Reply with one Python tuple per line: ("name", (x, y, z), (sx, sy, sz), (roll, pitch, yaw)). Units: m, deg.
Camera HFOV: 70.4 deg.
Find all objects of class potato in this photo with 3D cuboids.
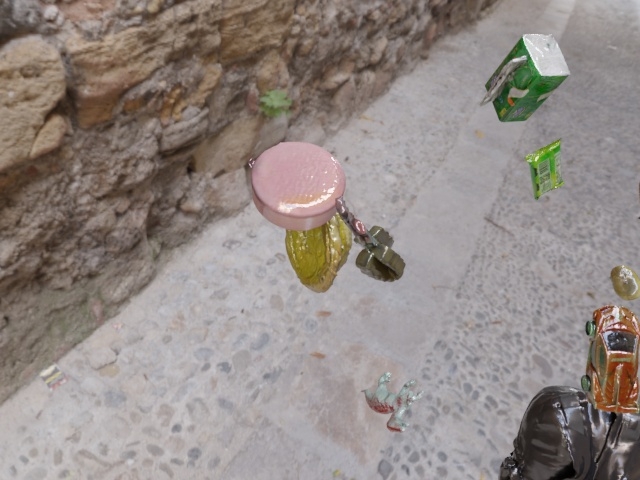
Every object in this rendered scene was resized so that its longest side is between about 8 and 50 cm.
("potato", (1.170, 0.163, 1.741), (0.070, 0.092, 0.137), (18, 59, -55))

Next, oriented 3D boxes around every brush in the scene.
("brush", (0.070, 0.001, 0.698), (0.071, 0.301, 0.084), (-25, 67, 12))

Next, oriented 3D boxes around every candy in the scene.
("candy", (-0.065, -0.146, 1.171), (0.255, 0.094, 0.255), (3, 60, -5))
("candy", (0.618, -0.193, 1.243), (0.102, 0.178, 0.032), (-35, 45, 4))

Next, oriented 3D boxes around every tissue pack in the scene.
("tissue pack", (0.567, -0.463, 1.312), (0.156, 0.209, 0.148), (-5, 70, -12))

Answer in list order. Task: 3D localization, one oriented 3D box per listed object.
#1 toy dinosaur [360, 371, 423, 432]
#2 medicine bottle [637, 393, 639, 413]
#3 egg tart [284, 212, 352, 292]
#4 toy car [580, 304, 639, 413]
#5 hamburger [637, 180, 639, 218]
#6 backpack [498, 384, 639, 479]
("toy dinosaur", (0.145, 0.372, 1.049), (0.167, 0.242, 0.053), (-41, 102, -38))
("medicine bottle", (0.957, 0.446, 1.242), (0.139, 0.225, 0.139), (4, 15, -1))
("egg tart", (0.000, 0.000, 1.468), (0.132, 0.345, 0.345), (-3, 41, -30))
("toy car", (0.347, 0.139, 0.535), (0.059, 0.121, 0.035), (4, 4, 10))
("hamburger", (0.601, -0.085, 0.679), (0.147, 0.237, 0.237), (46, 40, -13))
("backpack", (0.656, 0.573, 1.158), (0.363, 0.445, 0.255), (5, 18, 20))
